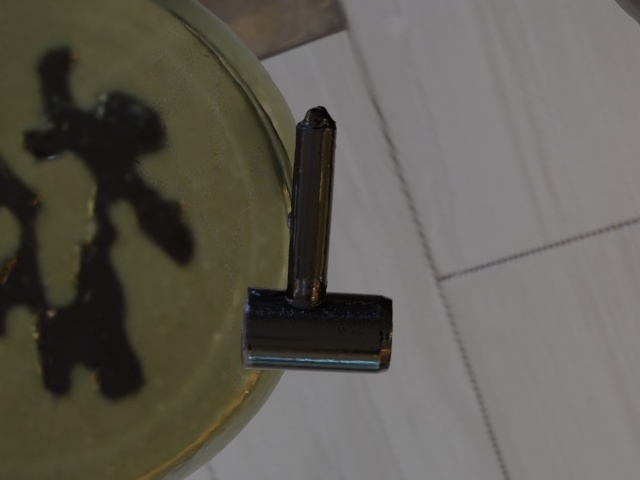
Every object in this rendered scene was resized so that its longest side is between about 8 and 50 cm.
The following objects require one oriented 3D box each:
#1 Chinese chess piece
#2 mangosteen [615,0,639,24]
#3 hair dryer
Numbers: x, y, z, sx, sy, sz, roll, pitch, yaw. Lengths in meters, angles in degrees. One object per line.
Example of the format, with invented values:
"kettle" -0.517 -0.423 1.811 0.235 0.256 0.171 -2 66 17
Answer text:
"Chinese chess piece" -0.175 -0.002 0.943 0.349 0.146 0.349 0 93 -3
"mangosteen" 0.294 -0.241 0.664 0.421 0.381 0.381 -24 95 57
"hair dryer" 0.000 0.000 0.476 0.047 0.026 0.083 2 106 -1
